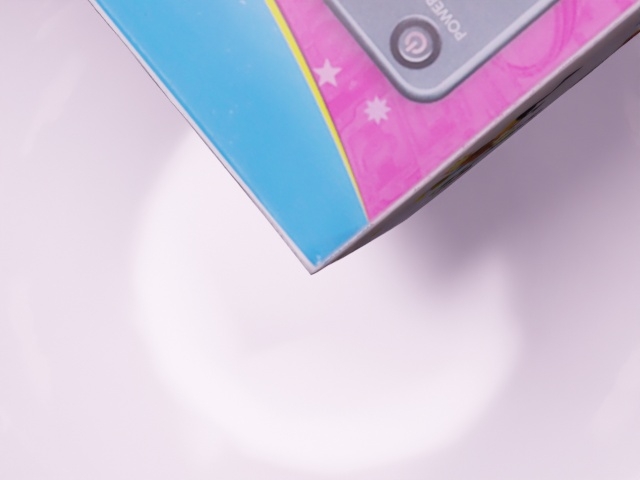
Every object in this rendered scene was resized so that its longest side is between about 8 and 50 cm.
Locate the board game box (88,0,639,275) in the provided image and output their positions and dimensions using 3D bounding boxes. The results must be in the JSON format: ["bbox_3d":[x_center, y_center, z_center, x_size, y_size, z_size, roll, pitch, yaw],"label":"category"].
[{"bbox_3d":[0.052,-0.173,0.332,0.303,0.097,0.224,-40,88,17],"label":"board game box"}]

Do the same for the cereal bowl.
[{"bbox_3d":[0.000,0.000,0.484,0.339,0.141,0.338,0,87,6],"label":"cereal bowl"}]

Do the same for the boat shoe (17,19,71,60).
[{"bbox_3d":[-0.078,-0.140,0.574,0.066,0.066,0.183,7,82,13],"label":"boat shoe"}]
